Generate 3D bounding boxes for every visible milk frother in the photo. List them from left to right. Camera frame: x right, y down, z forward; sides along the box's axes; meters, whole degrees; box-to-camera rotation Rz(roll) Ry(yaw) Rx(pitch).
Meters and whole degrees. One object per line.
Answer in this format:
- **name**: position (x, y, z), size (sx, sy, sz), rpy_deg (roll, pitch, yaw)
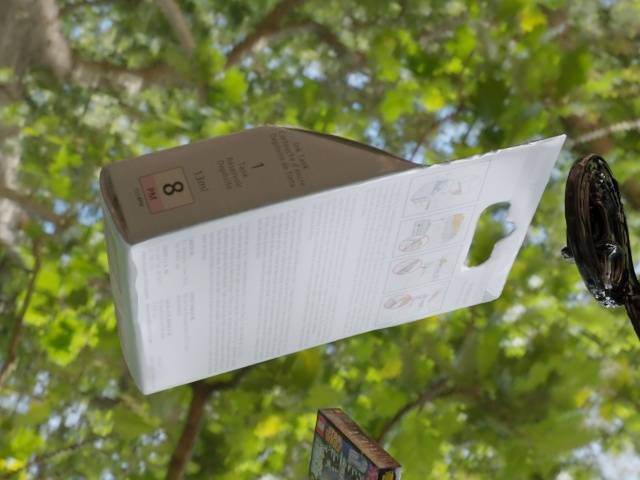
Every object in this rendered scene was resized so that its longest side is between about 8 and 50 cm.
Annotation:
- **milk frother**: position (0.188, 0.000, 0.559), size (0.143, 0.134, 0.129), rpy_deg (13, -133, -61)

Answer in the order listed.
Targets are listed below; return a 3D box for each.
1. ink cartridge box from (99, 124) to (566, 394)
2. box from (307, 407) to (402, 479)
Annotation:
- **ink cartridge box**: position (0.000, 0.000, 0.727), size (0.232, 0.189, 0.066), rpy_deg (-18, -116, -15)
- **box**: position (0.029, 0.226, 1.231), size (0.027, 0.094, 0.137), rpy_deg (2, -165, -25)
